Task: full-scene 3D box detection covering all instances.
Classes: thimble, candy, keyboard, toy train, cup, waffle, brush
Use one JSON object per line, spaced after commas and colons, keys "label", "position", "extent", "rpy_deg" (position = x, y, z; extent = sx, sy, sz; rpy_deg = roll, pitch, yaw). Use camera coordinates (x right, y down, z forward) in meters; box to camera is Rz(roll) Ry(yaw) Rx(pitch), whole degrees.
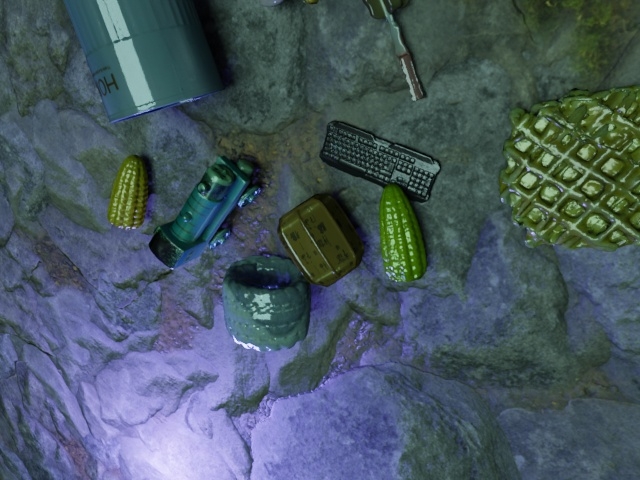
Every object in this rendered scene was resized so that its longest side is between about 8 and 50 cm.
{"label": "thimble", "position": [-0.130, 0.147, 1.177], "extent": [0.250, 0.205, 0.172], "rpy_deg": [22, 121, 45]}
{"label": "candy", "position": [-0.513, -0.136, 1.332], "extent": [0.106, 0.094, 0.199], "rpy_deg": [44, 121, 49]}
{"label": "candy", "position": [0.167, -0.017, 1.038], "extent": [0.096, 0.096, 0.210], "rpy_deg": [-6, 103, 28]}
{"label": "keyboard", "position": [0.121, -0.169, 1.045], "extent": [0.262, 0.016, 0.106], "rpy_deg": [25, 118, 16]}
{"label": "toy train", "position": [-0.272, -0.070, 1.176], "extent": [0.120, 0.194, 0.298], "rpy_deg": [44, 121, 7]}
{"label": "cup", "position": [-0.377, -0.446, 1.067], "extent": [0.256, 0.331, 0.311], "rpy_deg": [-16, 109, 1]}
{"label": "waffle", "position": [0.475, -0.116, 0.855], "extent": [0.317, 0.073, 0.297], "rpy_deg": [-4, 106, 28]}
{"label": "brush", "position": [0.140, -0.410, 0.929], "extent": [0.084, 0.071, 0.301], "rpy_deg": [-8, 114, 45]}

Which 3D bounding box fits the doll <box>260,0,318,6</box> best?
{"label": "doll", "position": [-0.150, -0.570, 0.988], "extent": [0.365, 0.094, 0.160], "rpy_deg": [22, 114, 17]}

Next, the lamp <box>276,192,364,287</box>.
{"label": "lamp", "position": [0.000, 0.000, 1.092], "extent": [0.161, 0.161, 0.185], "rpy_deg": [-30, 96, 32]}
